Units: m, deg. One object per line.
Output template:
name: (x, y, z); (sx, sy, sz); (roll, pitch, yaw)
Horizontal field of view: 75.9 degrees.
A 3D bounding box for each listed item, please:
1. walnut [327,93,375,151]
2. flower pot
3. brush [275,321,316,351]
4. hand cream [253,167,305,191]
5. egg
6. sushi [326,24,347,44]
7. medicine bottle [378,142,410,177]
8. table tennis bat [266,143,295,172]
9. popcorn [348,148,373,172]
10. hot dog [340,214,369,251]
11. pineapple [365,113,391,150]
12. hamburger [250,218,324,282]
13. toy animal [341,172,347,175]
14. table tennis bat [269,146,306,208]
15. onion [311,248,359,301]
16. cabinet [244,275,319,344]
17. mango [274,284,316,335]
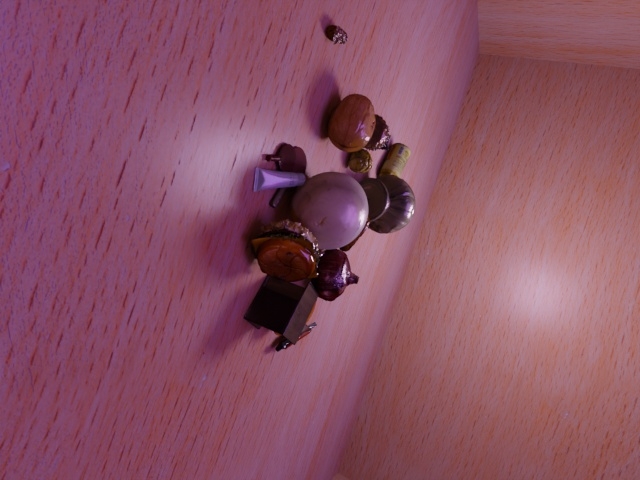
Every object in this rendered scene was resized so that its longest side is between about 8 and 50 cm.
walnut: (0.121, -0.457, 1.600); (0.193, 0.193, 0.225); (42, 65, -64)
flower pot: (0.298, -0.188, 2.060); (0.244, 0.308, 0.307); (7, 101, -50)
brush: (-0.105, 0.426, 1.862); (0.070, 0.051, 0.323); (-47, 165, 24)
hand cream: (-0.137, -0.203, 1.365); (0.205, 0.050, 0.078); (-10, 117, -46)
egg: (0.038, -0.120, 1.533); (0.345, 0.283, 0.282); (-61, 159, -63)
sushi: (0.062, -0.717, 1.432); (0.118, 0.060, 0.061); (-37, 143, -50)
medicine bottle: (0.413, -0.425, 2.312); (0.238, 0.124, 0.124); (-61, 154, -20)
table tennis bat: (-0.127, -0.275, 1.374); (0.155, 0.019, 0.098); (-17, 115, -57)
popcorn: (0.182, -0.359, 1.879); (0.106, 0.120, 0.116); (-46, 161, 29)
hot dog: (0.134, -0.049, 1.888); (0.099, 0.160, 0.227); (12, 127, -39)
pineapple: (0.251, -0.484, 1.913); (0.340, 0.169, 0.169); (-15, 121, -76)
hamburger: (-0.108, 0.038, 1.391); (0.261, 0.243, 0.138); (89, 10, -45)
toy animal: (0.098, -0.152, 1.782); (0.176, 0.239, 0.255); (-32, 107, -12)
table tennis bat: (-0.114, -0.220, 1.456); (0.246, 0.022, 0.138); (-63, 151, -21)
onion: (0.067, 0.161, 1.862); (0.252, 0.219, 0.251); (15, 90, -75)
cabinet: (-0.138, 0.247, 1.538); (0.215, 0.175, 0.148); (-63, 154, -20)
mango: (-0.110, 0.289, 1.688); (0.252, 0.126, 0.153); (-50, 136, -38)
